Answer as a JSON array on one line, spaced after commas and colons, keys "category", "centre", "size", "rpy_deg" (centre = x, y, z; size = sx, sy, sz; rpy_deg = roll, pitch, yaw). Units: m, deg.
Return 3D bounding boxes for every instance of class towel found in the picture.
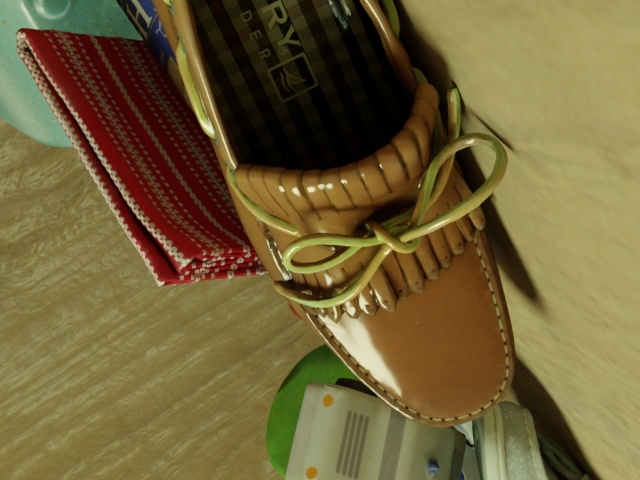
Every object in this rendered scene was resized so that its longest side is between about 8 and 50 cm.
[{"category": "towel", "centre": [-0.054, -0.065, 0.755], "size": [0.275, 0.031, 0.199], "rpy_deg": [-8, -122, -54]}]

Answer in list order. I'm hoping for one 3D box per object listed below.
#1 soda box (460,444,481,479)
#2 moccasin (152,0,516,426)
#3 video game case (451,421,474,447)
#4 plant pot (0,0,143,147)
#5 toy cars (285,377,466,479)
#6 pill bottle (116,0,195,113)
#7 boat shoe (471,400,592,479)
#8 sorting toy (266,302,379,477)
[{"category": "soda box", "centre": [0.129, 0.259, 1.140], "size": [0.091, 0.098, 0.286], "rpy_deg": [46, 170, -26]}, {"category": "moccasin", "centre": [0.013, -0.052, 0.592], "size": [0.147, 0.139, 0.380], "rpy_deg": [-114, 3, -68]}, {"category": "video game case", "centre": [0.087, 0.109, 1.261], "size": [0.300, 0.036, 0.329], "rpy_deg": [55, 174, 12]}, {"category": "plant pot", "centre": [-0.200, -0.224, 0.909], "size": [0.252, 0.248, 0.247], "rpy_deg": [38, 163, 45]}, {"category": "toy cars", "centre": [0.102, 0.261, 0.889], "size": [0.087, 0.176, 0.393], "rpy_deg": [-2, 119, 43]}, {"category": "pill bottle", "centre": [-0.084, -0.181, 0.721], "size": [0.186, 0.112, 0.112], "rpy_deg": [55, 174, 16]}, {"category": "boat shoe", "centre": [0.200, 0.247, 0.867], "size": [0.118, 0.103, 0.320], "rpy_deg": [-89, -24, -65]}, {"category": "sorting toy", "centre": [0.039, 0.150, 0.991], "size": [0.126, 0.127, 0.365], "rpy_deg": [32, -131, -33]}]
